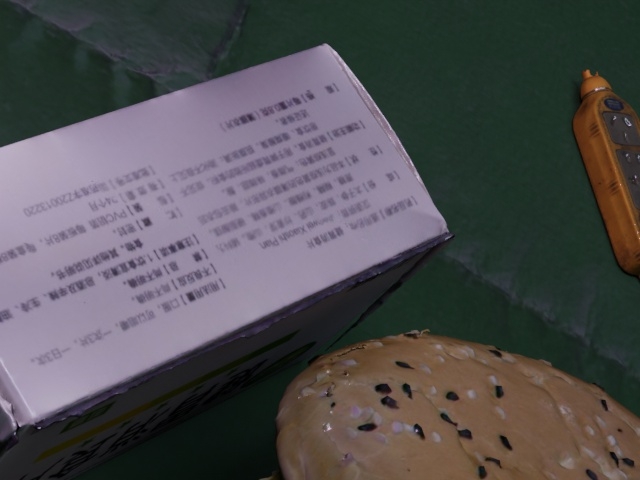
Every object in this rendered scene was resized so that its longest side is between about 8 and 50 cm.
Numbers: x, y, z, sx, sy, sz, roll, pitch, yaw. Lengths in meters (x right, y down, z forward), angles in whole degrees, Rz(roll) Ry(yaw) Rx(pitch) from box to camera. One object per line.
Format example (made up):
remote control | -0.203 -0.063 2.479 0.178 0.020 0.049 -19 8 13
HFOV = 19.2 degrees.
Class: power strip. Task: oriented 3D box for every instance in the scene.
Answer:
power strip | 0.227 -0.052 1.420 0.049 0.028 0.178 3 60 -33

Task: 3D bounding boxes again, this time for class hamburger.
hamburger | 0.074 0.188 1.002 0.277 0.195 0.318 32 24 -3

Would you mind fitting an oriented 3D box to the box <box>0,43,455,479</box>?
box | -0.109 0.028 1.030 0.333 0.173 0.145 -24 75 -43
